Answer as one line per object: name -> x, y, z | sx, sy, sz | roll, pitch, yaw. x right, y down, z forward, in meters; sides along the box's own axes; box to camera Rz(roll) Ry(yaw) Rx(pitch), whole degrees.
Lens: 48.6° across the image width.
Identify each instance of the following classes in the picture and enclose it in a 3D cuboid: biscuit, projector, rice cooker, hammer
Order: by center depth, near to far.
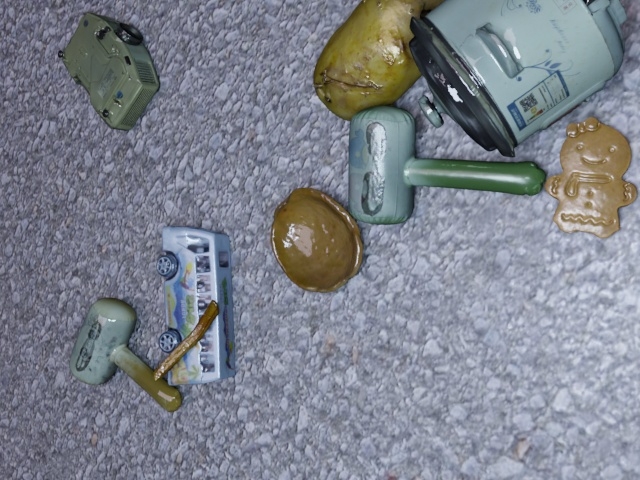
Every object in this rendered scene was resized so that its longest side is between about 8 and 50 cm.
rice cooker -> 0.278, -0.278, 1.066 | 0.316, 0.316, 0.264 | -35, 94, 25
biscuit -> 0.426, -0.095, 1.105 | 0.133, 0.027, 0.184 | 21, 92, 19
hammer -> 0.207, -0.119, 1.199 | 0.335, 0.119, 0.207 | 7, 108, 21
hammer -> -0.415, 0.274, 1.567 | 0.305, 0.113, 0.202 | 31, 106, 23
projector -> -0.487, -0.406, 1.639 | 0.193, 0.088, 0.269 | -49, 66, 23

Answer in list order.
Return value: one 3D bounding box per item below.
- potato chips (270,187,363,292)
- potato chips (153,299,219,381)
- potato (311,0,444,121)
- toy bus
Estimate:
potato chips -> -0.001, 0.000, 1.349 | 0.208, 0.061, 0.196 | 13, 100, 29
potato chips -> -0.263, 0.199, 1.406 | 0.026, 0.037, 0.204 | 44, 100, 20
potato -> 0.111, -0.337, 1.248 | 0.300, 0.140, 0.173 | -43, 71, 27
toy bus -> -0.255, 0.131, 1.473 | 0.135, 0.109, 0.330 | -5, 86, 21
